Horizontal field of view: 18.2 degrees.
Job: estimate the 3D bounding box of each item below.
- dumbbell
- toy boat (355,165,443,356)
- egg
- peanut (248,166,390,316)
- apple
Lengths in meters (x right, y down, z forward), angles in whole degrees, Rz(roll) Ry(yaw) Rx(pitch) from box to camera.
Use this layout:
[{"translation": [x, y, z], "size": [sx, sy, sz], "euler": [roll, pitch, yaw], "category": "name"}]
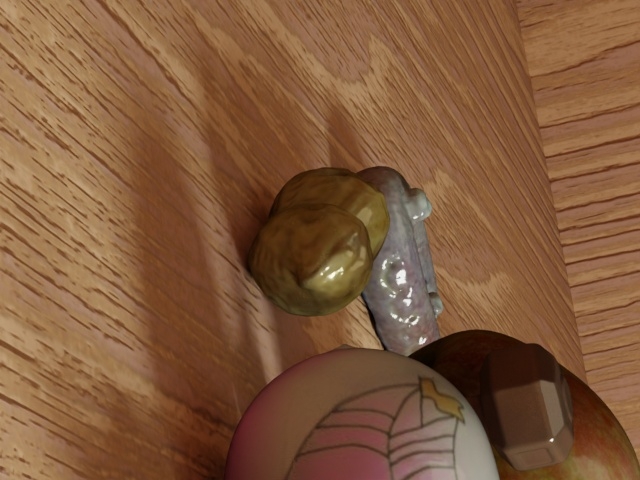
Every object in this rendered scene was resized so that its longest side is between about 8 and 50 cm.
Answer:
[{"translation": [0.070, 0.139, 1.464], "size": [0.092, 0.231, 0.082], "euler": [56, 24, -61], "category": "dumbbell"}, {"translation": [0.088, 0.023, 1.980], "size": [0.155, 0.085, 0.227], "euler": [-85, 158, -51], "category": "toy boat"}, {"translation": [0.029, 0.206, 1.324], "size": [0.196, 0.196, 0.271], "euler": [55, 31, -58], "category": "egg"}, {"translation": [0.000, 0.000, 1.589], "size": [0.229, 0.098, 0.103], "euler": [-69, -179, -71], "category": "peanut"}, {"translation": [0.127, 0.204, 1.604], "size": [0.234, 0.257, 0.257], "euler": [56, 19, -15], "category": "apple"}]
